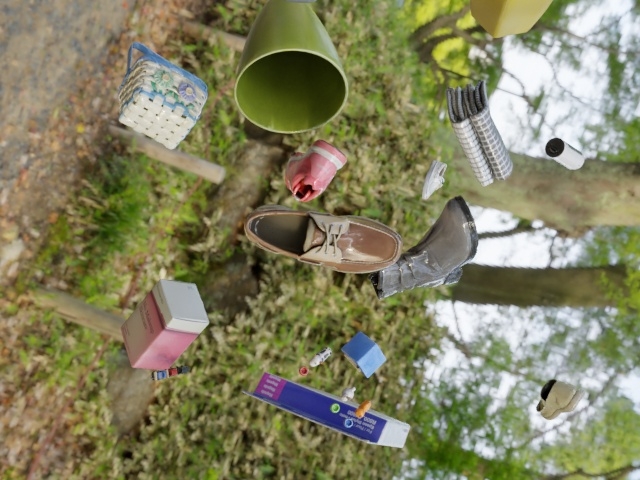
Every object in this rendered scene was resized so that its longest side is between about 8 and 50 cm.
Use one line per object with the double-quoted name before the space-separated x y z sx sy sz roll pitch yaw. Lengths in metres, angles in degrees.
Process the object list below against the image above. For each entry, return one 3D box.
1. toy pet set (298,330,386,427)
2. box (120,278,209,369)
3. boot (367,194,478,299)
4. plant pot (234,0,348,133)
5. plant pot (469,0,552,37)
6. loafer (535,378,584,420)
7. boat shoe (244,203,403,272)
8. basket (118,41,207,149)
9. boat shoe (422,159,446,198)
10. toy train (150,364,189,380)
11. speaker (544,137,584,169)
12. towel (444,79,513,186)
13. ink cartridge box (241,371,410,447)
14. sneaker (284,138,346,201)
"toy pet set" 0.047 0.208 1.216 0.114 0.122 0.065 -42 176 -14
"box" -0.445 0.241 2.230 0.232 0.127 0.148 -48 -130 27
"boot" 0.228 0.037 1.815 0.338 0.223 0.118 93 -19 -55
"plant pot" -0.079 -0.469 1.973 0.274 0.275 0.293 111 -20 -51
"plant pot" 0.596 -0.770 2.498 0.212 0.212 0.187 58 -26 33
"loafer" 0.695 0.461 2.326 0.102 0.092 0.268 -45 169 -18
"boat shoe" 0.000 0.000 1.564 0.116 0.325 0.123 -8 105 -81
"basket" -0.442 -0.419 2.238 0.201 0.255 0.288 -45 -146 32
"boat shoe" 0.232 -0.121 1.588 0.035 0.035 0.100 83 26 -49
"toy train" -0.422 0.374 2.217 0.158 0.036 0.027 1 83 -64
"speaker" 0.636 -0.225 2.045 0.136 0.055 0.055 15 96 -49
"towel" 0.476 -0.327 2.333 0.121 0.235 0.283 -22 -152 19
"ink cartridge box" 0.023 0.398 1.854 0.071 0.324 0.330 -69 158 -10
"sneaker" -0.046 -0.158 2.027 0.136 0.116 0.314 -59 -171 -18
